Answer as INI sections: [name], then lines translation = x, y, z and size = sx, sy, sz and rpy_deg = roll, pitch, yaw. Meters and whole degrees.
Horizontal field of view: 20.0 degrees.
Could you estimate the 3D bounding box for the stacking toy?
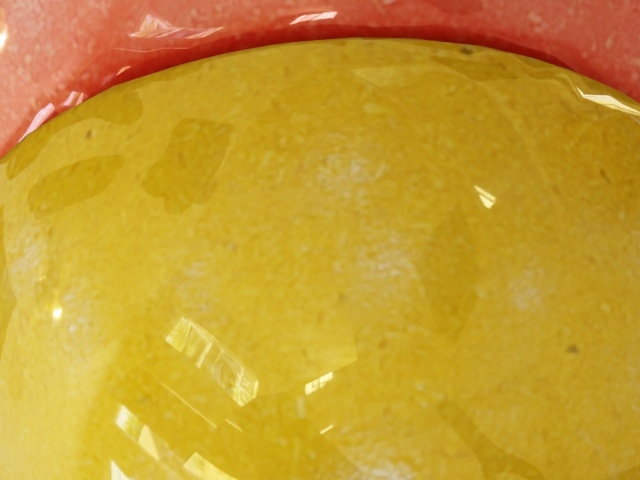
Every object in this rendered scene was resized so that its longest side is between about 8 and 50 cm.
[stacking toy]
translation = 0.000, 0.000, 0.483
size = 0.351, 0.350, 0.480
rpy_deg = 90, -179, -52
